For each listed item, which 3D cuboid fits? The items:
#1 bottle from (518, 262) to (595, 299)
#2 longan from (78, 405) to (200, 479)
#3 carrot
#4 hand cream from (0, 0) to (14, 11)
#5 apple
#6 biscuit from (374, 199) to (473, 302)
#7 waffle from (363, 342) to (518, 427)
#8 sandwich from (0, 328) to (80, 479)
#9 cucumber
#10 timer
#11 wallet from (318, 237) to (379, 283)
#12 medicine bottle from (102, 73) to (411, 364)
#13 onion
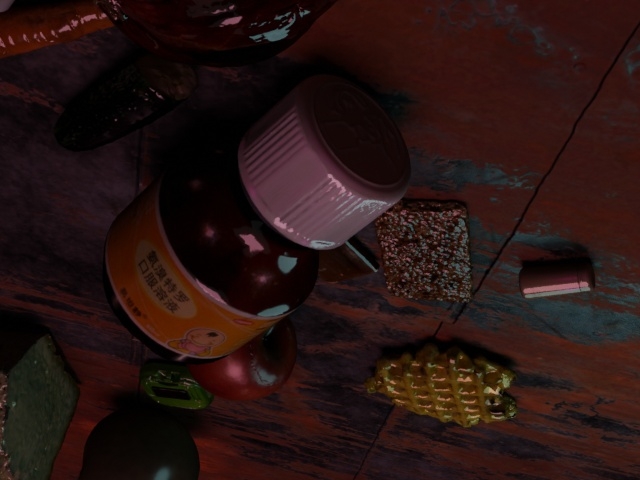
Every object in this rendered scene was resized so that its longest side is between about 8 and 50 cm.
[{"bbox_3d":[0.320,0.055,1.263,0.096,0.045,0.045,-7,142,26],"label":"bottle"},{"bbox_3d":[-0.379,0.471,1.930,0.257,0.258,0.258,9,147,6],"label":"longan"},{"bbox_3d":[-0.317,-0.236,1.034,0.247,0.059,0.059,-5,143,21],"label":"carrot"},{"bbox_3d":[-0.299,-0.301,0.943,0.076,0.047,0.174,30,135,-24],"label":"hand cream"},{"bbox_3d":[-0.130,0.163,1.460,0.168,0.181,0.181,-8,142,30],"label":"apple"},{"bbox_3d":[0.144,0.020,1.289,0.130,0.025,0.231,2,146,15],"label":"biscuit"},{"bbox_3d":[0.222,0.251,1.588,0.291,0.051,0.291,10,149,6],"label":"waffle"},{"bbox_3d":[-0.587,0.318,1.768,0.131,0.262,0.325,8,147,10],"label":"sandwich"},{"bbox_3d":[-0.246,-0.156,1.113,0.241,0.075,0.074,-19,135,41],"label":"cucumber"},{"bbox_3d":[-0.278,0.282,1.807,0.140,0.047,0.128,5,146,11],"label":"timer"},{"bbox_3d":[0.000,0.000,1.307,0.095,0.026,0.176,-19,137,31],"label":"wallet"},{"bbox_3d":[-0.083,-0.032,1.115,0.242,0.243,0.395,28,131,-23],"label":"medicine bottle"},{"bbox_3d":[-0.091,-0.250,0.797,0.281,0.281,0.221,-28,87,45],"label":"onion"}]
